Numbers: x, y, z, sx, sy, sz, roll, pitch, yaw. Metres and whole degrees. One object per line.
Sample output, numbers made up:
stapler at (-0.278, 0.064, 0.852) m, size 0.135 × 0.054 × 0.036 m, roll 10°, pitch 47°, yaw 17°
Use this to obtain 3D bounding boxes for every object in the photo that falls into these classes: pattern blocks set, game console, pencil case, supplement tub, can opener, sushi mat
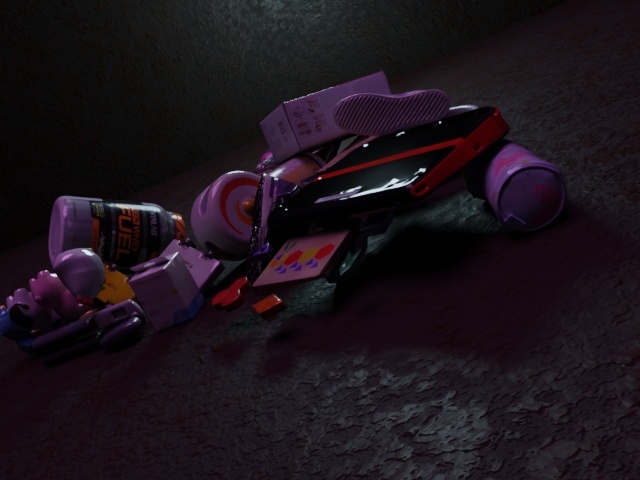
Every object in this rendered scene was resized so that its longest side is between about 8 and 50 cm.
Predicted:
pattern blocks set at (-0.029, 0.035, 1.186) m, size 0.325 × 0.026 × 0.285 m, roll -6°, pitch 37°, yaw 51°
game console at (0.123, -0.125, 1.249) m, size 0.386 × 0.060 × 0.342 m, roll -10°, pitch 25°, yaw 49°
pencil case at (0.324, -0.103, 1.168) m, size 0.124 × 0.113 × 0.273 m, roll -42°, pitch 14°, yaw 10°
supplement tub at (-0.075, -0.123, 1.730) m, size 0.199 × 0.144 × 0.144 m, roll -37°, pitch 20°, yaw -32°
can opener at (-0.503, 0.208, 1.454) m, size 0.283 × 0.076 × 0.095 m, roll -22°, pitch 16°, yaw 15°
supplement tub at (-0.524, -0.008, 1.753) m, size 0.316 × 0.194 × 0.193 m, roll 3°, pitch 1°, yaw -31°
sushi mat at (0.106, -0.241, 1.700) m, size 0.151 × 0.019 × 0.316 m, roll -21°, pitch 15°, yaw 32°

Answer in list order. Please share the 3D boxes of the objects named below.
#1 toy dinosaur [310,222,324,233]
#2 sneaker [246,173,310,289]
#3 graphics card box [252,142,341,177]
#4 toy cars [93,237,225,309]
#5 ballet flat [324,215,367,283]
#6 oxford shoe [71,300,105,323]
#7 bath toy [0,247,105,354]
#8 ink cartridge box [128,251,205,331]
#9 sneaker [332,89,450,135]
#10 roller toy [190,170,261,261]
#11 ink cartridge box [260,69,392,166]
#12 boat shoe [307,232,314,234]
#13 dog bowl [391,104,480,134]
toy dinosaur at (-0.009, -0.028, 1.538) m, size 0.090 × 0.047 × 0.082 m, roll -34°, pitch -2°, yaw 5°
sneaker at (-0.079, -0.019, 1.423) m, size 0.107 × 0.124 × 0.283 m, roll 119°, pitch 160°, yaw -52°
graphics card box at (-0.074, -0.245, 2.112) m, size 0.232 × 0.094 × 0.371 m, roll -17°, pitch 24°, yaw 20°
toy cars at (-0.384, 0.101, 1.586) m, size 0.393 × 0.087 × 0.176 m, roll -17°, pitch 47°, yaw 18°
ballet flat at (0.052, 0.002, 1.289) m, size 0.087 × 0.083 × 0.247 m, roll -22°, pitch 23°, yaw 12°
oxford shoe at (-0.634, 0.127, 1.776) m, size 0.130 × 0.133 × 0.363 m, roll -30°, pitch 20°, yaw -16°
bath toy at (-0.594, 0.142, 1.536) m, size 0.348 × 0.129 × 0.151 m, roll -34°, pitch -19°, yaw 34°
ink cartridge box at (-0.322, 0.098, 1.412) m, size 0.092 × 0.143 × 0.090 m, roll -19°, pitch 18°, yaw 17°
sneaker at (0.173, -0.320, 1.675) m, size 0.282 × 0.102 × 0.161 m, roll -2°, pitch 15°, yaw 4°
roller toy at (-0.188, -0.055, 1.563) m, size 0.191 × 0.209 × 0.146 m, roll -25°, pitch -2°, yaw -37°
ink cartridge box at (0.008, -0.325, 1.848) m, size 0.309 × 0.130 × 0.272 m, roll -23°, pitch 4°, yaw -22°
boat shoe at (0.000, 0.000, 1.457) m, size 0.035 × 0.035 × 0.100 m, roll -2°, pitch 0°, yaw -28°
dog bowl at (0.254, -0.220, 1.637) m, size 0.348 × 0.102 × 0.349 m, roll -23°, pitch 18°, yaw 8°
